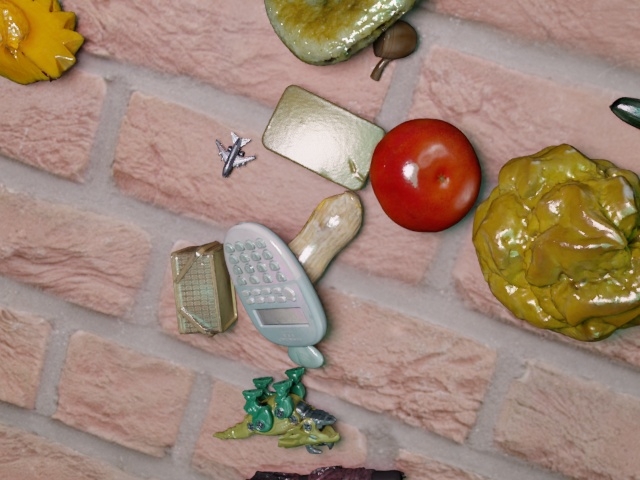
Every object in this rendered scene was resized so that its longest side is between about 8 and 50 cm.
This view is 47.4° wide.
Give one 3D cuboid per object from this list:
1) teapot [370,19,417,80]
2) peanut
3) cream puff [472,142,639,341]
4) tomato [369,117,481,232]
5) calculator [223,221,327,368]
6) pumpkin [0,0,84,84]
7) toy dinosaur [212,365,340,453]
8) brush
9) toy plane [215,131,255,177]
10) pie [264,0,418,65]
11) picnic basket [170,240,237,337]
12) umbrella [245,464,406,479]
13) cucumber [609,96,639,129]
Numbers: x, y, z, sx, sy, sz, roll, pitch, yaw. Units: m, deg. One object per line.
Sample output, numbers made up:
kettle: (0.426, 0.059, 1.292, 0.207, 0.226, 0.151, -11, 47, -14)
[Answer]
teapot: (0.115, -0.331, 1.260, 0.080, 0.085, 0.110, 2, 127, -14)
peanut: (0.000, 0.000, 1.290, 0.087, 0.087, 0.206, 39, 99, 2)
cream puff: (0.404, 0.007, 1.151, 0.291, 0.257, 0.324, -22, 93, 6)
tomato: (0.178, -0.107, 1.213, 0.195, 0.136, 0.195, -1, 96, -13)
calculator: (-0.075, 0.098, 1.282, 0.184, 0.042, 0.295, -8, 114, 46)
pumpkin: (-0.537, -0.373, 1.336, 0.254, 0.149, 0.130, 39, 60, 1)
toy dinosaur: (-0.096, 0.321, 1.343, 0.259, 0.094, 0.153, -9, 100, 22)
brush: (0.007, -0.179, 1.282, 0.197, 0.059, 0.123, 27, 96, 3)
toy plane: (-0.159, -0.152, 1.323, 0.079, 0.031, 0.083, 23, 99, 5)
pie: (0.036, -0.454, 1.222, 0.324, 0.070, 0.322, -3, 81, 21)
picnic basket: (-0.208, 0.086, 1.315, 0.080, 0.115, 0.164, -4, 96, 9)
umbrella: (-0.003, 0.462, 1.343, 0.326, 0.094, 0.090, -7, 51, 11)
cucumber: (0.533, -0.210, 1.210, 0.105, 0.048, 0.048, 25, 99, 7)
